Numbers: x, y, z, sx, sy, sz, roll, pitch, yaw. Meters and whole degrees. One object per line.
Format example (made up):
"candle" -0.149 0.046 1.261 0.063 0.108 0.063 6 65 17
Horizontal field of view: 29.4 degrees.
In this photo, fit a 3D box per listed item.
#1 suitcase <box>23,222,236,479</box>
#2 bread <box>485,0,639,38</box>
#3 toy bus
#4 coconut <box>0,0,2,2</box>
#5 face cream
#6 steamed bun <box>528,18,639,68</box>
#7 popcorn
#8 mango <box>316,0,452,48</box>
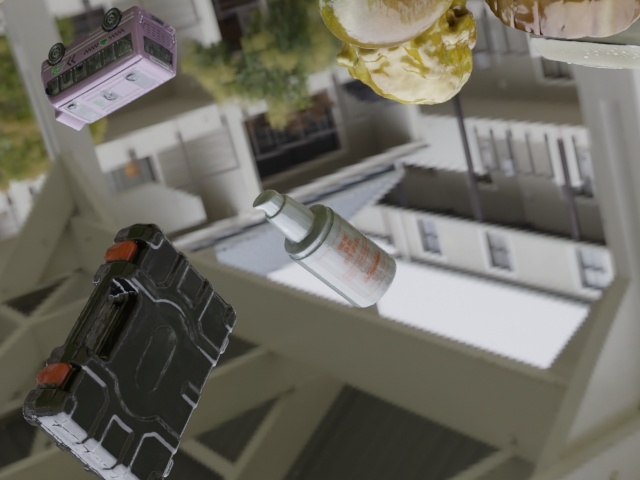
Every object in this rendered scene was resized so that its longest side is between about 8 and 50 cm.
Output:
"suitcase" -0.218 0.143 1.462 0.066 0.206 0.285 -7 -134 37
"bread" 0.319 -0.340 1.553 0.236 0.070 0.236 -5 -141 4
"toy bus" -0.299 -0.242 1.723 0.199 0.108 0.096 -24 150 29
"coconut" -0.411 -0.425 1.256 0.404 0.405 0.404 -14 -163 4
"face cream" 0.000 0.000 1.868 0.101 0.251 0.101 -35 -146 28
"steamed bun" 0.441 -0.355 1.844 0.241 0.164 0.146 8 172 24
"popcorn" 0.127 -0.288 1.695 0.253 0.190 0.191 -6 148 -48
"mango" 0.064 -0.259 1.233 0.099 0.136 0.227 24 -153 23
